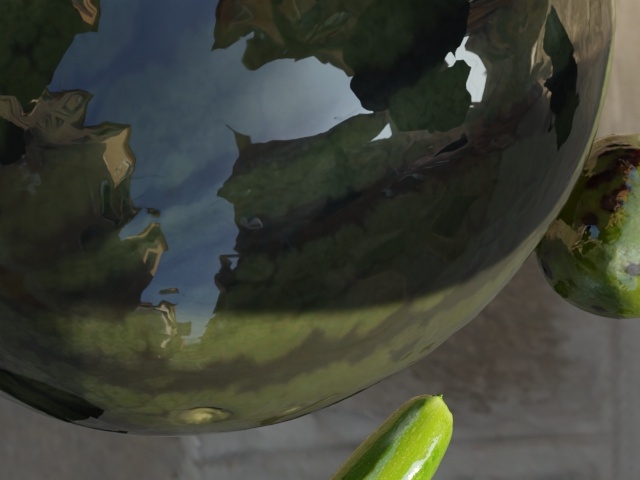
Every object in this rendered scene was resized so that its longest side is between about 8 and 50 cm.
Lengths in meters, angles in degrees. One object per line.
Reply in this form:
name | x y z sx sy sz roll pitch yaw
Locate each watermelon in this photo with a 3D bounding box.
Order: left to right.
watermelon | -0.041 -0.068 0.652 0.359 0.279 0.279 -39 100 -37

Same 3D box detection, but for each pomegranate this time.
pomegranate | 0.210 -0.022 1.260 0.169 0.148 0.148 40 85 6

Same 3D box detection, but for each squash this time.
squash | 0.030 0.263 1.621 0.292 0.082 0.082 -42 100 -23
